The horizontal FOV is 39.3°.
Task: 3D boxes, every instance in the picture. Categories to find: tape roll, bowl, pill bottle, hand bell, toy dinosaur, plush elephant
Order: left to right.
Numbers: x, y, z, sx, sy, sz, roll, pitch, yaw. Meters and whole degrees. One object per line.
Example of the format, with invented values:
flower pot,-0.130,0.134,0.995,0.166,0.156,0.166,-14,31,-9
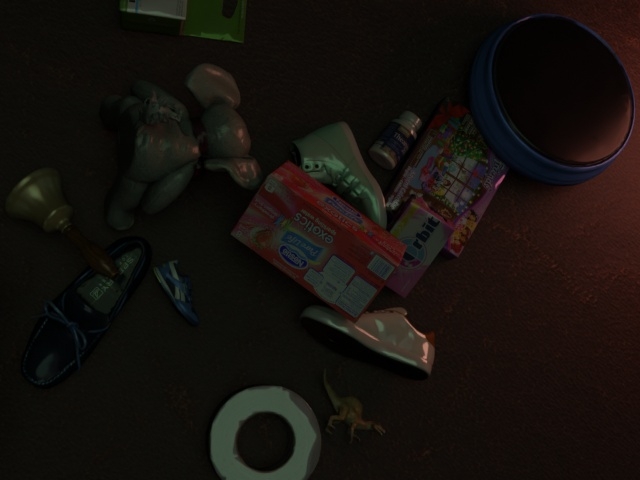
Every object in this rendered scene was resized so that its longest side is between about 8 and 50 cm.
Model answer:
hand bell,-0.457,-0.011,1.659,0.242,0.126,0.126,43,75,16
plush elephant,-0.254,-0.187,1.709,0.255,0.330,0.272,1,74,-31
tape roll,-0.111,0.389,1.740,0.219,0.072,0.219,2,81,-13
toy dinosaur,0.044,0.347,1.801,0.183,0.053,0.092,44,60,-11
pill bottle,0.161,-0.213,1.891,0.067,0.067,0.120,39,76,-5
bowl,0.511,-0.315,1.946,0.391,0.077,0.391,6,72,-18

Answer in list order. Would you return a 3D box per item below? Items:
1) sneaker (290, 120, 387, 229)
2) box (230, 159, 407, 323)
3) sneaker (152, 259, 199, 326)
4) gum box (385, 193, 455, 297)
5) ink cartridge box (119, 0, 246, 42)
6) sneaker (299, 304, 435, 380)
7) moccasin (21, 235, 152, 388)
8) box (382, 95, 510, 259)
sneaker,0.029,-0.109,1.832,0.151,0.094,0.256,-21,77,-20
box,0.000,0.000,1.740,0.300,0.142,0.154,35,110,1
sneaker,-0.271,0.102,1.758,0.059,0.053,0.144,-31,90,-17
gum box,0.181,0.008,1.825,0.107,0.062,0.188,33,105,-6
ink cartridge box,-0.272,-0.520,1.826,0.255,0.097,0.189,5,81,-11
sneaker,0.098,0.178,1.815,0.290,0.106,0.123,25,61,-11
moccasin,-0.448,0.121,1.681,0.137,0.117,0.342,33,76,-6
box,0.272,-0.134,1.909,0.201,0.057,0.293,33,76,-7
